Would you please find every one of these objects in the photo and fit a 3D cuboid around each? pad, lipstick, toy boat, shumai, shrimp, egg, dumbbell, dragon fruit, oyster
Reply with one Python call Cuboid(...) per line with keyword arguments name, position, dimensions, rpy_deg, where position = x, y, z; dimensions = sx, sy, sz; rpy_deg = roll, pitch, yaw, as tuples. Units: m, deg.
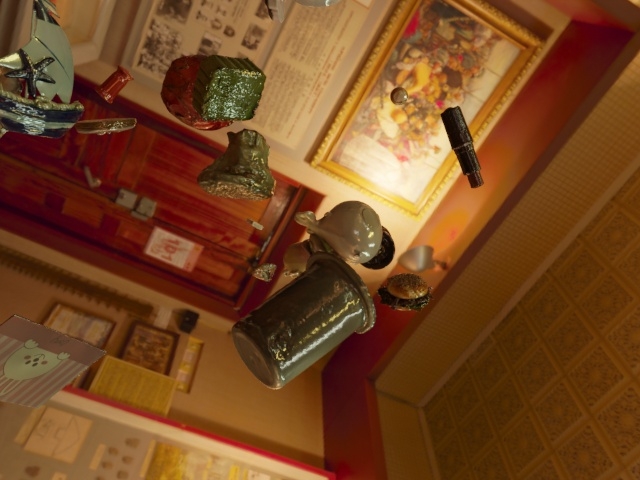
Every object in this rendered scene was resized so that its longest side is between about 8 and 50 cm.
Cuboid(name="pad", position=(-0.617, 0.266, 1.029), dimensions=(0.202, 0.005, 0.300), rpy_deg=(-40, 153, -9))
Cuboid(name="lipstick", position=(0.506, -0.328, 1.727), dimensions=(0.300, 0.081, 0.081), rpy_deg=(69, -17, -3))
Cuboid(name="toy boat", position=(-0.596, -0.347, 1.006), dimensions=(0.210, 0.070, 0.292), rpy_deg=(-49, 148, -51))
Cuboid(name="shumai", position=(-0.374, -0.359, 2.298), dimensions=(0.324, 0.397, 0.323), rpy_deg=(7, -93, 31))
Cuboid(name="shrimp", position=(-0.218, 0.132, 1.959), dimensions=(0.190, 0.101, 0.042), rpy_deg=(76, -2, -68))
Cuboid(name="egg", position=(0.344, -0.635, 2.146), dimensions=(0.080, 0.080, 0.096), rpy_deg=(-59, -168, 25))
Cuboid(name="dumbbell", position=(0.246, 0.022, 2.244), dimensions=(0.185, 0.185, 0.388), rpy_deg=(-63, 178, 9))
Cuboid(name="dragon fruit", position=(-0.454, -0.572, 1.882), dimensions=(0.295, 0.301, 0.296), rpy_deg=(-158, -90, -77))
Cuboid(name="oyster", position=(-0.669, -0.308, 1.044), dimensions=(0.122, 0.045, 0.146), rpy_deg=(-73, 169, -45))

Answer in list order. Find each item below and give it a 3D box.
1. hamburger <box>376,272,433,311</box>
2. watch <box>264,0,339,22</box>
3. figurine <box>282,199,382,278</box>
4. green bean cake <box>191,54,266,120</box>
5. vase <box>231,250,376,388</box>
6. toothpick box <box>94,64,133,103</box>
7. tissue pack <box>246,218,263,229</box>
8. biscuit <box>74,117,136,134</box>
Cuboid(name="hamburger", position=(0.279, 0.167, 1.624), dimensions=(0.164, 0.189, 0.093), rpy_deg=(-65, 154, -68))
Cuboid(name="watch", position=(-0.029, -0.707, 1.303), dimensions=(0.196, 0.231, 0.244), rpy_deg=(96, 2, -70))
Cuboid(name="figurine", position=(0.000, 0.000, 1.580), dimensions=(0.394, 0.274, 0.227), rpy_deg=(-31, -145, 37))
Cuboid(name="green bean cake", position=(-0.301, -0.491, 1.596), dimensions=(0.113, 0.214, 0.200), rpy_deg=(52, -49, 29))
Cuboid(name="vase", position=(-0.053, 0.193, 1.162), dimensions=(0.291, 0.245, 0.245), rpy_deg=(-32, 177, -29))
Cuboid(name="toothpick box", position=(-0.474, -0.362, 1.128), dimensions=(0.083, 0.047, 0.047), rpy_deg=(-45, -164, 2))
Cuboid(name="tissue pack", position=(-0.306, -0.076, 2.262), dimensions=(0.023, 0.056, 0.108), rpy_deg=(-61, -153, -2))
Cuboid(name="biscuit", position=(-0.772, -0.412, 1.759), dimensions=(0.181, 0.208, 0.049), rpy_deg=(-143, -132, -62))
